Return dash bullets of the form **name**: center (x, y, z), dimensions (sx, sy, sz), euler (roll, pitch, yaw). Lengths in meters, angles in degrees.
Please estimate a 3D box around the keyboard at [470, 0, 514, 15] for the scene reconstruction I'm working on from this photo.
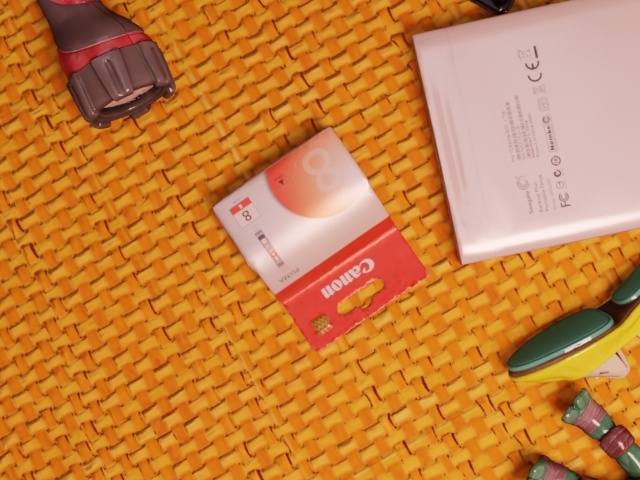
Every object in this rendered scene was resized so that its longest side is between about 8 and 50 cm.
- **keyboard**: center (0.187, -0.325, 1.076), dimensions (0.100, 0.038, 0.192), euler (31, 88, 1)

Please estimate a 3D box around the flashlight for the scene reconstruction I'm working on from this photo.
- **flashlight**: center (-0.250, -0.265, 1.063), dimensions (0.103, 0.103, 0.304), euler (-26, 87, 2)

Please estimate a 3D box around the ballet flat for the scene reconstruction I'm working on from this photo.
- **ballet flat**: center (0.290, 0.085, 1.034), dimensions (0.231, 0.077, 0.077), euler (-37, 102, -1)

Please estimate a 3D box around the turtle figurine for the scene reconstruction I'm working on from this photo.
- **turtle figurine**: center (0.317, 0.247, 0.999), dimensions (0.234, 0.118, 0.175), euler (30, 74, 19)

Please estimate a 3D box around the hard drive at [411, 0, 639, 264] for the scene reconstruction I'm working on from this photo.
- **hard drive**: center (0.286, -0.125, 1.055), dimensions (0.353, 0.047, 0.233), euler (-12, 86, 3)

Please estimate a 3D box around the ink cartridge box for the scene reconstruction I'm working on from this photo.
- **ink cartridge box**: center (0.000, 0.000, 1.065), dimensions (0.145, 0.045, 0.179), euler (-35, 83, 1)
